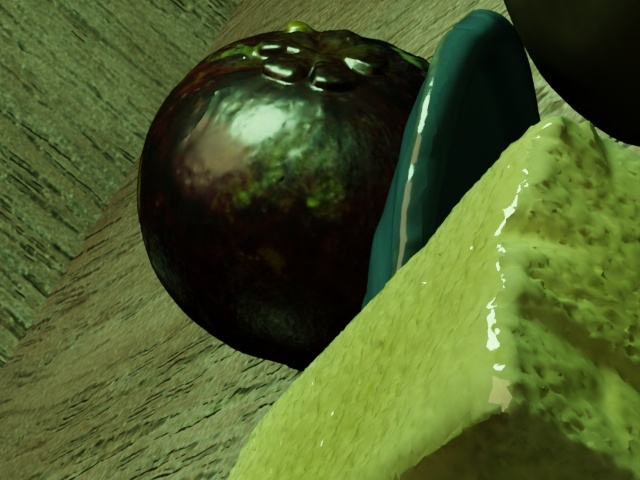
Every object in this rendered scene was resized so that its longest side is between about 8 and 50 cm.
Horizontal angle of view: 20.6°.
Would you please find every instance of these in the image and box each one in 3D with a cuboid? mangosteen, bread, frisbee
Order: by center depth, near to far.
[{"bbox_3d":[0.030,0.065,0.487,0.188,0.068,0.125,-50,13,39],"label":"bread"},{"bbox_3d":[0.049,0.051,0.725,0.289,0.049,0.290,2,-90,-74],"label":"frisbee"},{"bbox_3d":[0.000,0.000,1.129,0.289,0.231,0.231,87,-161,-44],"label":"mangosteen"}]

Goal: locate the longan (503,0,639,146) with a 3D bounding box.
[{"bbox_3d":[0.204,-0.175,0.762,0.300,0.243,0.300,-38,-1,-1],"label":"longan"}]
